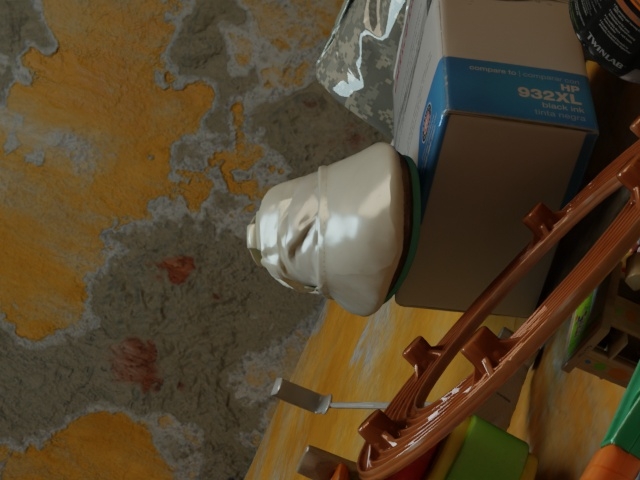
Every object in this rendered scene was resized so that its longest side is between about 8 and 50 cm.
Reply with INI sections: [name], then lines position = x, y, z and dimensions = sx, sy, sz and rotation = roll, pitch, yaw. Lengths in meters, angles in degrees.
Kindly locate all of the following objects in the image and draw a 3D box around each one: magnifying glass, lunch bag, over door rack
[magnifying glass]
position = 0.159, 0.085, 0.670
dimensions = 0.231, 0.026, 0.092
rotation = -58, -5, -16
[lunch bag]
position = 0.152, -0.248, 1.493
dimensions = 0.212, 0.256, 0.305
rotation = -72, 7, -48
[over door rack]
position = 0.025, 0.259, 1.253
dimensions = 0.324, 0.108, 0.239
rotation = -4, 62, 62

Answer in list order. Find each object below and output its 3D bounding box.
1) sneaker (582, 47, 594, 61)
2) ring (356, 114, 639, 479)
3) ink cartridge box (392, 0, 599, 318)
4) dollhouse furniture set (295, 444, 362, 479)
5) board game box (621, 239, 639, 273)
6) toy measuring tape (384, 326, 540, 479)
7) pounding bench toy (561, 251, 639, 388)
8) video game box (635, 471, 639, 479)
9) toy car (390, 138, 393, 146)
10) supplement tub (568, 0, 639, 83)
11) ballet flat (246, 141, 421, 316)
[sneaker]
position = 0.288, -0.279, 1.219
dimensions = 0.115, 0.090, 0.232
rotation = 142, 142, -68
[ring]
position = 0.133, 0.027, 0.900
dimensions = 0.336, 0.032, 0.336
rotation = -46, -1, -1
[ink cartridge box]
position = 0.142, -0.119, 1.205
dimensions = 0.307, 0.129, 0.223
rotation = -88, 5, -46
[dollhouse furniture set]
position = -0.049, 0.386, 1.500
dimensions = 0.262, 0.135, 0.259
rotation = -76, 9, -63
[board game box]
position = 0.218, -0.004, 0.896
dimensions = 0.133, 0.033, 0.168
rotation = 121, 171, -64
[toy measuring tape]
position = 0.119, 0.143, 0.960
dimensions = 0.330, 0.121, 0.121
rotation = -56, -6, -50
[pounding bench toy]
position = 0.188, 0.047, 0.771
dimensions = 0.083, 0.065, 0.052
rotation = 118, 174, -52
[video game box]
position = 0.141, 0.208, 0.642
dimensions = 0.187, 0.048, 0.205
rotation = -67, 2, -45
[toy car]
position = 0.144, -0.030, 1.413
dimensions = 0.136, 0.159, 0.182
rotation = 29, -100, -57
[supplement tub]
position = 0.250, -0.189, 0.897
dimensions = 0.190, 0.117, 0.117
rotation = 126, 166, -69
[ballet flat]
position = 0.000, 0.000, 1.194
dimensions = 0.400, 0.139, 0.139
rotation = 127, 165, -83
